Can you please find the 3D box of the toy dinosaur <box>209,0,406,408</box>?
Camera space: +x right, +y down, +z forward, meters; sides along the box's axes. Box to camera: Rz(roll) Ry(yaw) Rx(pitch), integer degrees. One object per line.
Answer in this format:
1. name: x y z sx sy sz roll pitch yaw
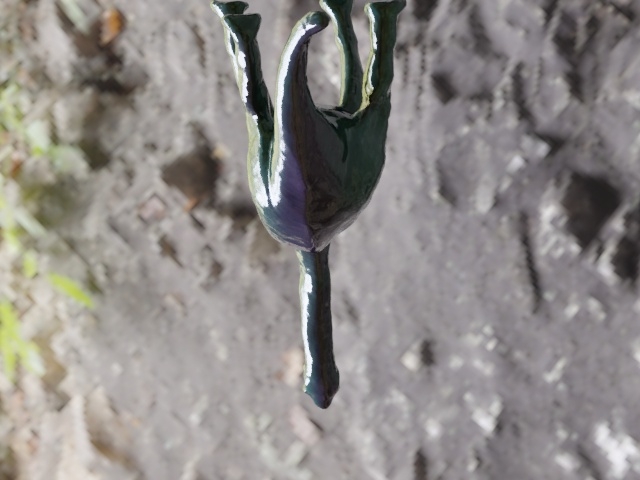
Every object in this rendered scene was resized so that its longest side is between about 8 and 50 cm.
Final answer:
1. toy dinosaur: 0.000 0.000 1.185 0.129 0.383 0.330 -4 100 -1
